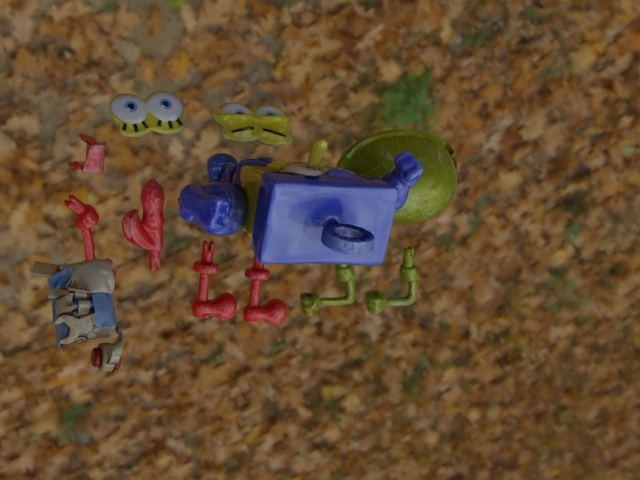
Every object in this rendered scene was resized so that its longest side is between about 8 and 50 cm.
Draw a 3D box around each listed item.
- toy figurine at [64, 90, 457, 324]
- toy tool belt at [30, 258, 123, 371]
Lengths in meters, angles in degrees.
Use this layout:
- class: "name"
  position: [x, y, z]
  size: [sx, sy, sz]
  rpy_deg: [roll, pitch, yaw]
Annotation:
- class: "toy figurine"
  position: [0.000, 0.000, 0.939]
  size: [0.363, 0.217, 0.191]
  rpy_deg: [4, 101, -28]
- class: "toy tool belt"
  position: [-0.166, 0.051, 0.794]
  size: [0.051, 0.083, 0.052]
  rpy_deg: [1, 151, -28]
